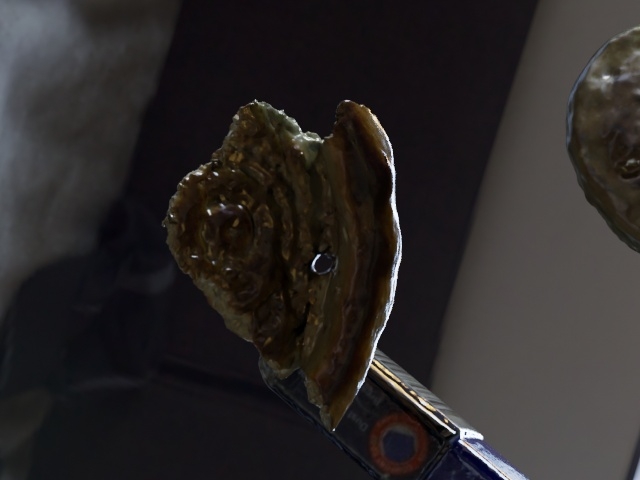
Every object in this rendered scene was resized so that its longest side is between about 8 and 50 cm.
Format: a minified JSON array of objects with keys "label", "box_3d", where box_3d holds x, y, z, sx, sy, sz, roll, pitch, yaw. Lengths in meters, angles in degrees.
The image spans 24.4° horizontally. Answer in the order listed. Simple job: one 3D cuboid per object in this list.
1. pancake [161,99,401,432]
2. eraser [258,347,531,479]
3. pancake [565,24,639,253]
[{"label":"pancake","box_3d":[0.000,0.000,1.238,0.212,0.257,0.056,-42,-160,-14]},{"label":"eraser","box_3d":[0.089,0.206,1.587,0.101,0.332,0.155,-52,160,5]},{"label":"pancake","box_3d":[0.334,-0.094,1.315,0.050,0.241,0.242,97,12,-68]}]
